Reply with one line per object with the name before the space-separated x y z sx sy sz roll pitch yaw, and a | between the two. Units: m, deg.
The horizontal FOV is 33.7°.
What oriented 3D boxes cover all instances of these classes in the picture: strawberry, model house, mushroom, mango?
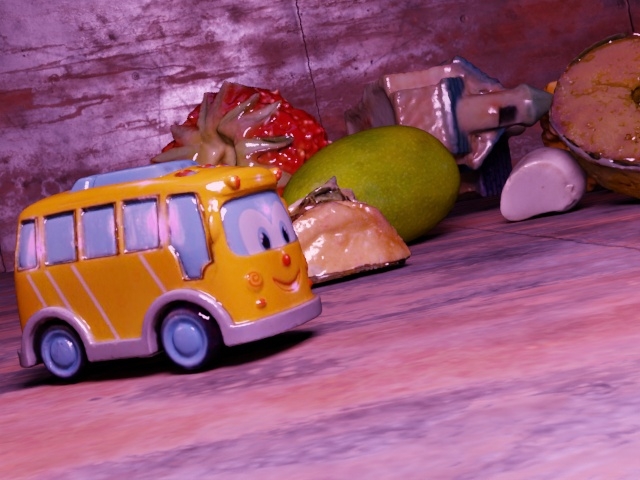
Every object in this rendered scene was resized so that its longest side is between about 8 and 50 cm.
strawberry | -0.081 -0.083 1.624 0.292 0.292 0.343 -9 -15 27
model house | 0.218 -0.158 1.700 0.280 0.245 0.312 -10 -1 -13
mushroom | 0.314 -0.083 1.442 0.116 0.093 0.225 -34 -3 28
mango | 0.063 -0.061 1.331 0.192 0.156 0.343 -18 3 29

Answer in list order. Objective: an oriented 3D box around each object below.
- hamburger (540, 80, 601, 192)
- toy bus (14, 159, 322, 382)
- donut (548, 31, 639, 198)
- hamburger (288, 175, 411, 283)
hamburger | 0.445 -0.180 1.694 0.149 0.237 0.237 -34 9 -13
toy bus | -0.110 0.016 0.729 0.209 0.136 0.126 -8 4 27
donut | 0.434 -0.155 1.327 0.272 0.107 0.272 -15 47 16
hamburger | 0.003 -0.007 1.078 0.176 0.102 0.087 -12 -8 -23
